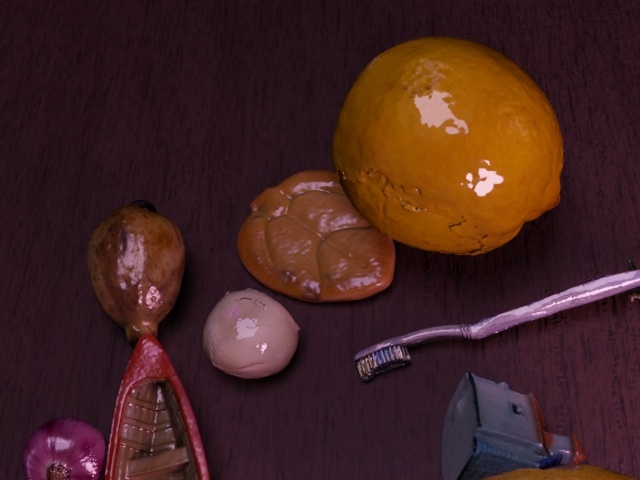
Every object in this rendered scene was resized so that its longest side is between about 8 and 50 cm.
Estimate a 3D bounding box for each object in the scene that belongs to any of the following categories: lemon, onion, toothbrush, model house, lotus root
[{"bbox_3d":[0.164,-0.121,1.434,0.297,0.297,0.297,-7,52,9],"label":"lemon"},{"bbox_3d":[-0.315,0.277,1.375,0.115,0.104,0.115,0,94,-5],"label":"onion"},{"bbox_3d":[0.240,0.096,1.387,0.413,0.035,0.042,-19,68,6],"label":"toothbrush"},{"bbox_3d":[0.223,0.238,1.268,0.148,0.120,0.148,15,31,-4],"label":"model house"},{"bbox_3d":[-0.250,0.045,1.515,0.138,0.138,0.214,-15,63,3],"label":"lotus root"}]

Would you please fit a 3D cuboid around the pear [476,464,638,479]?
[{"bbox_3d":[0.223,0.333,1.091,0.271,0.271,0.271,-7,52,9],"label":"pear"}]

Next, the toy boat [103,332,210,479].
[{"bbox_3d":[-0.194,0.296,1.334,0.136,0.079,0.392,-14,53,7],"label":"toy boat"}]

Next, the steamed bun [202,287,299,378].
[{"bbox_3d":[-0.097,0.120,1.433,0.129,0.091,0.112,22,64,27],"label":"steamed bun"}]

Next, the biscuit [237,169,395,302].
[{"bbox_3d":[-0.001,-0.004,1.534,0.203,0.041,0.260,-42,53,-18],"label":"biscuit"}]

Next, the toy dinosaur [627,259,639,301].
[{"bbox_3d":[0.423,0.069,1.387,0.060,0.029,0.120,-10,45,-13],"label":"toy dinosaur"}]
